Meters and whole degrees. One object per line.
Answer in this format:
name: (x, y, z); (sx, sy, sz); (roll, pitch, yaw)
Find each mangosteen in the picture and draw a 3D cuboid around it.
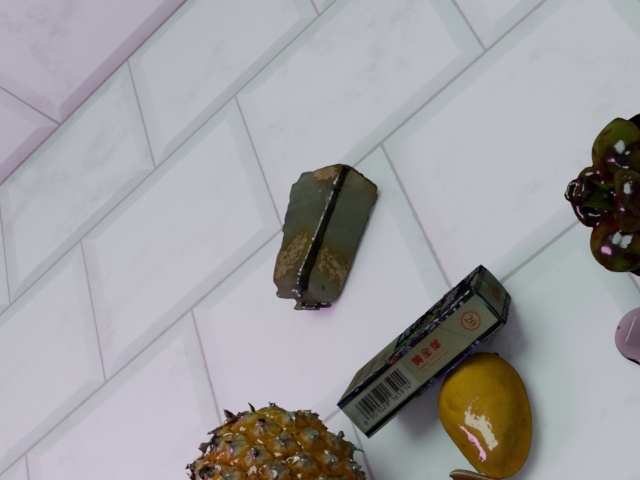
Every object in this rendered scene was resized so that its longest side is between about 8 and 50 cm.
mangosteen: (0.500, -0.074, 1.803); (0.287, 0.287, 0.233); (-39, 20, 20)

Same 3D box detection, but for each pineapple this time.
pineapple: (-0.081, 0.444, 1.992); (0.352, 0.352, 0.300); (-45, 28, 13)

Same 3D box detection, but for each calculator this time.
calculator: (0.521, 0.148, 1.830); (0.166, 0.024, 0.103); (9, 71, 49)

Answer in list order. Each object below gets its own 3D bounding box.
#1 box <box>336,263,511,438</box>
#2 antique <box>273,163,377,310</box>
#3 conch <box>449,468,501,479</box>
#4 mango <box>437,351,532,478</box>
box: (0.178, 0.185, 2.027); (0.310, 0.084, 0.198); (-43, -1, 16)
antique: (0.000, 0.000, 2.381); (0.150, 0.125, 0.284); (-5, 61, 45)
conch: (0.241, 0.416, 1.883); (0.176, 0.094, 0.104); (-19, 19, 32)
mango: (0.266, 0.284, 1.935); (0.147, 0.109, 0.227); (-15, 50, 9)
